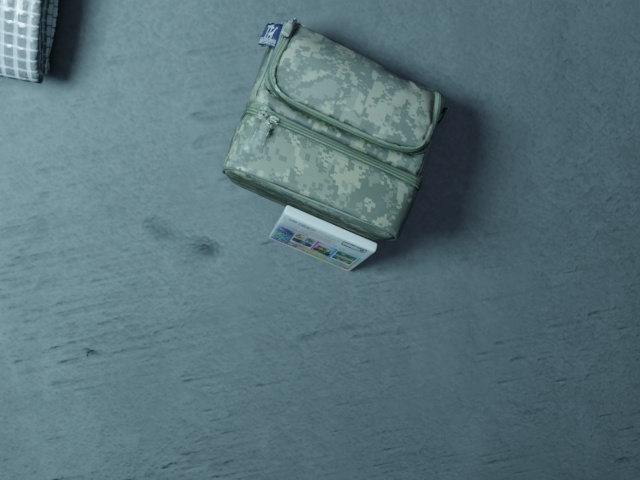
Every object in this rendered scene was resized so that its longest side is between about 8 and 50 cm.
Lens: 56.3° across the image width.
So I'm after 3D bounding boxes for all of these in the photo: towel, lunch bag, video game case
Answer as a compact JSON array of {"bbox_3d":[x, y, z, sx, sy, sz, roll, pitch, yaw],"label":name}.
[{"bbox_3d":[-0.503,-0.385,0.848,0.235,0.121,0.284,8,117,-14],"label":"towel"},{"bbox_3d":[0.019,-0.166,0.922,0.305,0.212,0.256,23,86,-8],"label":"lunch bag"},{"bbox_3d":[0.000,0.000,0.993,0.157,0.143,0.019,23,70,-7],"label":"video game case"}]
